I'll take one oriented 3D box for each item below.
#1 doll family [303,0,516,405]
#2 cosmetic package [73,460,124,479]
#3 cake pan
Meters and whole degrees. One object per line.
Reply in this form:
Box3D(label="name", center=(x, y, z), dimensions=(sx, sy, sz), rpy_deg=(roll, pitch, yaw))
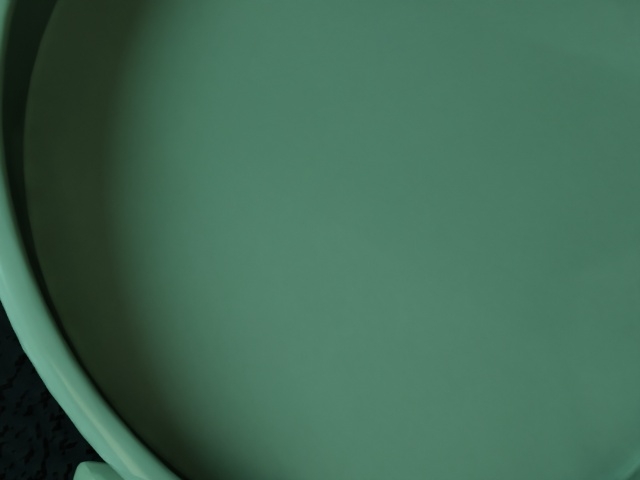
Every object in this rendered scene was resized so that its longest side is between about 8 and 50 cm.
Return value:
Box3D(label="doll family", center=(0.000, 0.000, 0.540), dimensions=(0.263, 0.118, 0.163), rpy_deg=(35, 80, -21))
Box3D(label="cosmetic package", center=(-0.002, 0.181, 0.456), dimensions=(0.113, 0.309, 0.160), rpy_deg=(11, 90, -24))
Box3D(label="cake pan", center=(0.034, -0.030, 0.481), dimensions=(0.293, 0.054, 0.293), rpy_deg=(4, 77, -17))
